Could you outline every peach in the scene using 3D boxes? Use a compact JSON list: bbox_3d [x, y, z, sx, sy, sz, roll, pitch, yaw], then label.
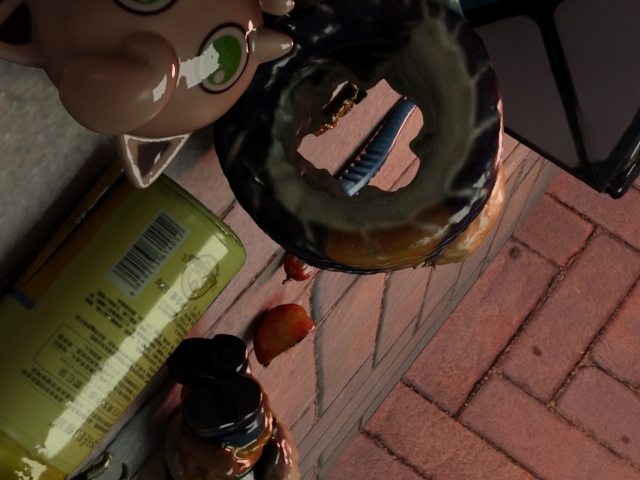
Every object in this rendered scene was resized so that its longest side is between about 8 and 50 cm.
[{"bbox_3d":[-0.054,0.120,1.248,0.098,0.061,0.098,-36,179,0],"label":"peach"}]

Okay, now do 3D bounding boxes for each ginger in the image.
[{"bbox_3d":[0.234,-0.063,1.590,0.267,0.138,0.152,-53,171,-25],"label":"ginger"}]

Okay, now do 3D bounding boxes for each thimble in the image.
[{"bbox_3d":[0.037,-0.091,0.742,0.237,0.237,0.150,-54,169,-2],"label":"thimble"}]

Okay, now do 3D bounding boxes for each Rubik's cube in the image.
[{"bbox_3d":[0.278,-0.272,0.939,0.305,0.307,0.310,-44,163,-43],"label":"Rubik's cube"}]

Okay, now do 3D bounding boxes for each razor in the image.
[{"bbox_3d":[0.102,-0.146,1.181,0.253,0.042,0.082,-48,-155,-17],"label":"razor"}]

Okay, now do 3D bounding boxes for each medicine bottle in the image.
[{"bbox_3d":[-0.167,0.063,0.659,0.239,0.124,0.124,-50,165,-12],"label":"medicine bottle"}]

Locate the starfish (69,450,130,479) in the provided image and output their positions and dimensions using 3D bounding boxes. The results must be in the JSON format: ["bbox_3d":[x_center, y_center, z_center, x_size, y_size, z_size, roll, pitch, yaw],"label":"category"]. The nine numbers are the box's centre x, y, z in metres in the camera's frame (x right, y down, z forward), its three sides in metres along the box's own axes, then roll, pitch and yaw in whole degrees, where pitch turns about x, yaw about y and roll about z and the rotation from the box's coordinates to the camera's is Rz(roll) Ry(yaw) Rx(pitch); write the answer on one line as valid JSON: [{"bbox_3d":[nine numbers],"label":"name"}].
[{"bbox_3d":[-0.271,0.314,0.997,0.208,0.053,0.176,-47,150,-33],"label":"starfish"}]

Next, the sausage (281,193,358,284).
[{"bbox_3d":[0.000,0.000,1.176,0.145,0.048,0.050,-50,-157,-12],"label":"sausage"}]

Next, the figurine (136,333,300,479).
[{"bbox_3d":[-0.103,0.239,1.127,0.204,0.185,0.332,-3,143,-25],"label":"figurine"}]

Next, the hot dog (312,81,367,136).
[{"bbox_3d":[0.039,-0.180,0.875,0.188,0.055,0.072,-56,164,11],"label":"hot dog"}]

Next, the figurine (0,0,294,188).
[{"bbox_3d":[-0.089,-0.111,0.492,0.138,0.125,0.125,-48,165,-11],"label":"figurine"}]
